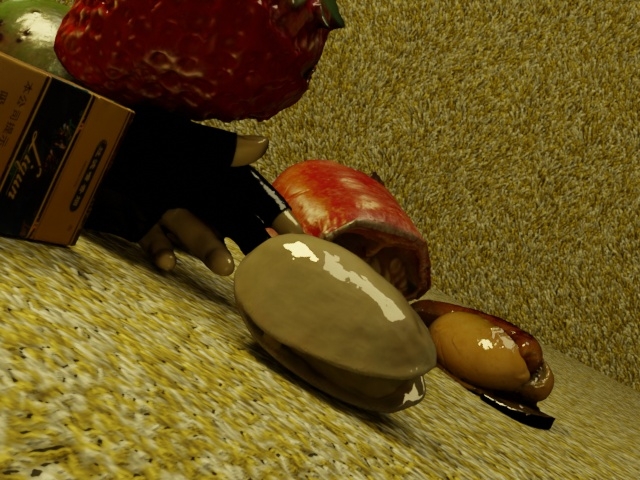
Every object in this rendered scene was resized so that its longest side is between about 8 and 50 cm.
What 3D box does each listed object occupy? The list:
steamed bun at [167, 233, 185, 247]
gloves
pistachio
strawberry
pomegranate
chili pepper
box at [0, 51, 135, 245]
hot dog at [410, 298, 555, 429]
[{"bbox_3d":[-0.212,-0.067,1.397,0.175,0.106,0.145,44,-5,-32],"label":"steamed bun"},{"bbox_3d":[-0.160,-0.061,1.150,0.301,0.197,0.152,30,30,7],"label":"gloves"},{"bbox_3d":[0.012,0.077,0.965,0.223,0.126,0.152,33,39,22],"label":"pistachio"},{"bbox_3d":[-0.128,-0.257,1.173,0.292,0.310,0.292,24,47,-29],"label":"strawberry"},{"bbox_3d":[-0.343,-0.231,1.331,0.242,0.306,0.242,29,-12,7],"label":"pomegranate"},{"bbox_3d":[0.036,0.013,1.595,0.251,0.229,0.305,28,13,-25],"label":"chili pepper"},{"bbox_3d":[-0.281,-0.086,0.911,0.070,0.152,0.237,27,3,23],"label":"box"},{"bbox_3d":[0.229,0.155,1.494,0.326,0.107,0.194,29,5,41],"label":"hot dog"}]
